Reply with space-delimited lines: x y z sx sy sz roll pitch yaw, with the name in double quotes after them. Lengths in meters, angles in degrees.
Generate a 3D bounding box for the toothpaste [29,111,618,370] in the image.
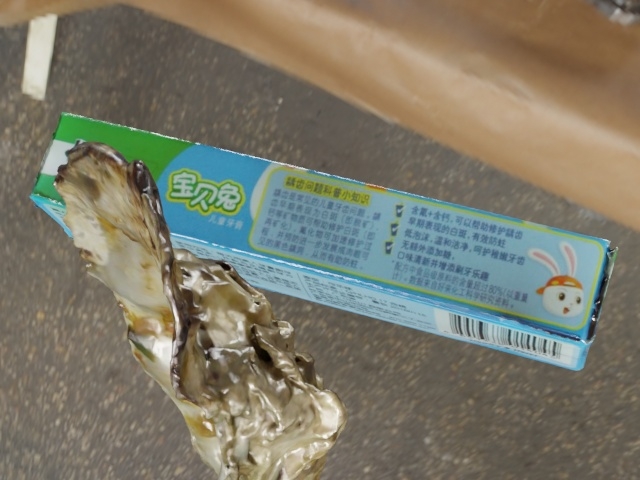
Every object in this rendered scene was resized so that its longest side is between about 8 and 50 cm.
0.000 0.000 0.622 0.267 0.065 0.050 14 78 13 "toothpaste"

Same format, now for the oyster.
-0.034 0.044 0.428 0.056 0.105 0.177 -33 124 -20 "oyster"
